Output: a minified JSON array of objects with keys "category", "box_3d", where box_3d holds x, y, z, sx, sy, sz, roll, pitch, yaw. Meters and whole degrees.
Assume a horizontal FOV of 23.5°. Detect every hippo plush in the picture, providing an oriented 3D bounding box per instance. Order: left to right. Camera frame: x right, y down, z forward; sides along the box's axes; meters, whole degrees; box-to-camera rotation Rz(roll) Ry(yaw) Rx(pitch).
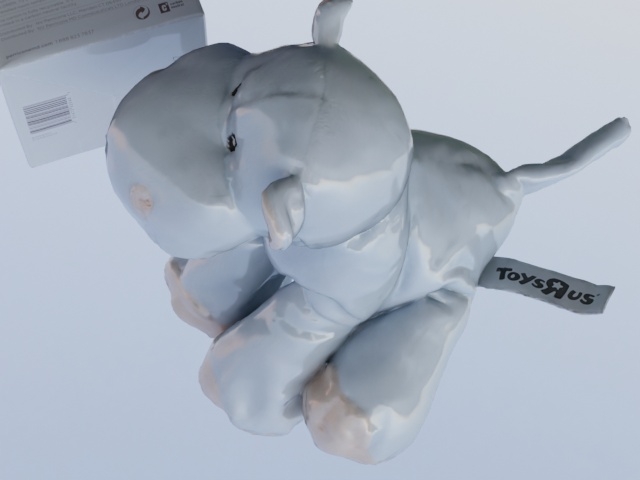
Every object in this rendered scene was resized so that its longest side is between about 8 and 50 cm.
[{"category":"hippo plush","box_3d":[0.000,0.000,0.895,0.294,0.234,0.236,2,165,25]}]

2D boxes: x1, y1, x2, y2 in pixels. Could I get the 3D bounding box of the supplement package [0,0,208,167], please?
[{"category":"supplement package","box_3d":[-0.174,-0.198,1.034,0.134,0.139,0.244,-17,-112,-9]}]
